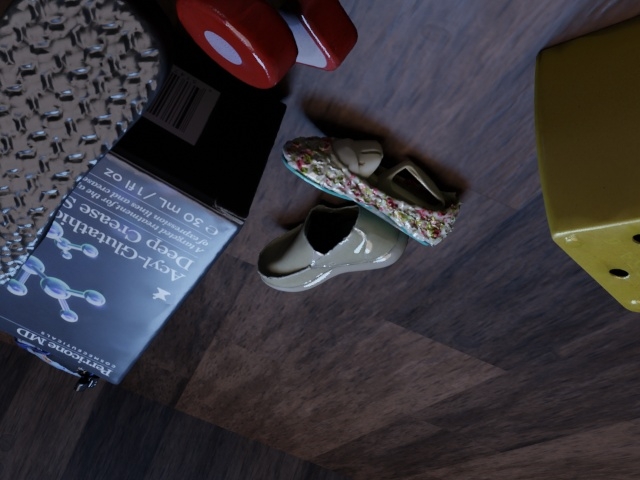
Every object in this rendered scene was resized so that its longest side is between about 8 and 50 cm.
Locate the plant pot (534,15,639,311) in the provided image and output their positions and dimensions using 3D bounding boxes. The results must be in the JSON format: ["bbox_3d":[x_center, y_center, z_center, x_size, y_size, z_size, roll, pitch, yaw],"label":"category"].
[{"bbox_3d":[0.310,-0.056,0.680,0.212,0.187,0.212,36,150,-31],"label":"plant pot"}]

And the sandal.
[{"bbox_3d":[-0.292,-0.076,0.725,0.445,0.107,0.167,-34,117,24],"label":"sandal"}]

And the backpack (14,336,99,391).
[{"bbox_3d":[-0.498,0.130,1.575,0.213,0.276,0.263,39,156,-25],"label":"backpack"}]

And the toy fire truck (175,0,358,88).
[{"bbox_3d":[-0.100,-0.265,0.634,0.254,0.169,0.302,29,167,46],"label":"toy fire truck"}]

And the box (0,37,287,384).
[{"bbox_3d":[-0.273,-0.051,0.953,0.293,0.212,0.395,29,135,-14],"label":"box"}]

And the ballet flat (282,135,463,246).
[{"bbox_3d":[0.070,-0.076,0.963,0.241,0.091,0.077,27,124,-23],"label":"ballet flat"}]

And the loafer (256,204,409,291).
[{"bbox_3d":[0.000,0.000,1.131,0.268,0.102,0.092,-18,135,39],"label":"loafer"}]
